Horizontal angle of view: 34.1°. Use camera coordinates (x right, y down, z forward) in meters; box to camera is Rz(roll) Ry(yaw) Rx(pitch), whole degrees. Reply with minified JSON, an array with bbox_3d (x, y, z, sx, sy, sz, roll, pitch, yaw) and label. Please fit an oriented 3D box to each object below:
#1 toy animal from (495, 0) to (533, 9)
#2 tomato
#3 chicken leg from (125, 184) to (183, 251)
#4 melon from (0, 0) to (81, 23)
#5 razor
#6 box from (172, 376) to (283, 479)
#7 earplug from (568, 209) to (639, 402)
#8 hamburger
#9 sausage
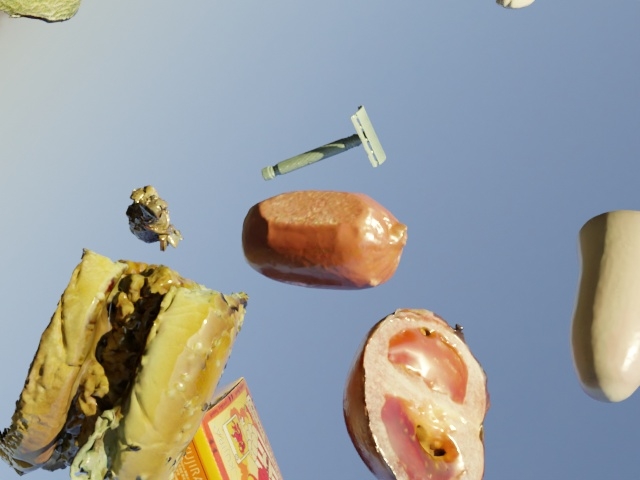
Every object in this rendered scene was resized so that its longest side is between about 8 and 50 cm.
[{"bbox_3d":[0.263,-0.540,1.720,0.206,0.265,0.271,-48,-131,13],"label":"toy animal"},{"bbox_3d":[0.089,0.192,1.183,0.112,0.199,0.228,-28,-144,42],"label":"tomato"},{"bbox_3d":[-0.322,-0.052,1.998,0.080,0.125,0.196,-38,159,-19],"label":"chicken leg"},{"bbox_3d":[-0.286,-0.292,1.003,0.139,0.093,0.202,-54,164,11],"label":"melon"},{"bbox_3d":[-0.004,-0.157,1.934,0.232,0.106,0.068,-20,-163,21],"label":"razor"},{"bbox_3d":[-0.188,0.404,1.678,0.214,0.283,0.259,-20,-178,14],"label":"box"},{"bbox_3d":[0.448,0.115,1.576,0.172,0.172,0.301,-25,-152,41],"label":"earplug"},{"bbox_3d":[-0.215,0.150,1.130,0.318,0.195,0.276,156,-43,-83],"label":"hamburger"},{"bbox_3d":[0.000,0.000,1.465,0.254,0.148,0.148,3,-133,21],"label":"sausage"}]
